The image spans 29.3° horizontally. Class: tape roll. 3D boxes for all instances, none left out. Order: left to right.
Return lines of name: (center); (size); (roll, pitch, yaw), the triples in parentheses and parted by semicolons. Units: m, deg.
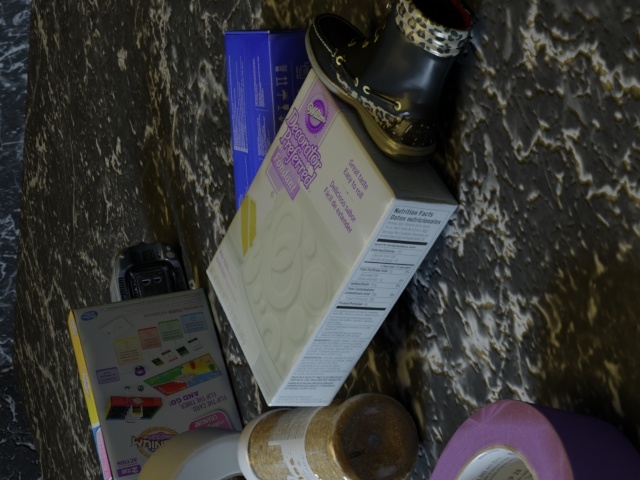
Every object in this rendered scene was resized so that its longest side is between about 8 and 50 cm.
tape roll: (-0.143, 0.403, 1.824); (0.169, 0.246, 0.246); (170, 91, -67)
tape roll: (0.187, 0.287, 1.112); (0.275, 0.090, 0.274); (-47, 36, 50)

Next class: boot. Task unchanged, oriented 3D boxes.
boot: (0.074, -0.220, 1.325); (0.236, 0.085, 0.178); (56, 144, 34)

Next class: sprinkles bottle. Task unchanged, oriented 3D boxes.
sprinkles bottle: (0.000, 0.270, 1.606); (0.355, 0.121, 0.121); (152, 108, -65)

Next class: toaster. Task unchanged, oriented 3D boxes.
toaster: (-0.316, 0.122, 2.277); (0.146, 0.129, 0.227); (130, 126, -65)

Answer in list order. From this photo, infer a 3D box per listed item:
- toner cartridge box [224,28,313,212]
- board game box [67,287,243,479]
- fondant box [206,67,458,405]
toner cartridge box: (-0.058, -0.113, 1.670); (0.165, 0.075, 0.347); (-158, 63, -64)
board game box: (-0.277, 0.251, 2.084); (0.064, 0.242, 0.316); (124, 134, -59)
fondant box: (0.000, 0.000, 1.448); (0.330, 0.096, 0.238); (-59, 42, 31)
